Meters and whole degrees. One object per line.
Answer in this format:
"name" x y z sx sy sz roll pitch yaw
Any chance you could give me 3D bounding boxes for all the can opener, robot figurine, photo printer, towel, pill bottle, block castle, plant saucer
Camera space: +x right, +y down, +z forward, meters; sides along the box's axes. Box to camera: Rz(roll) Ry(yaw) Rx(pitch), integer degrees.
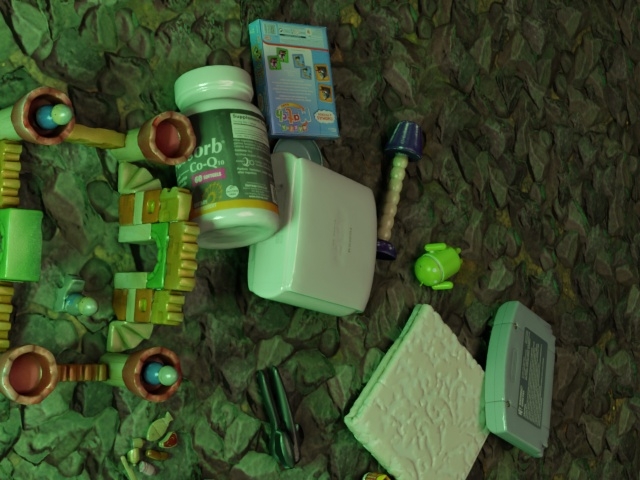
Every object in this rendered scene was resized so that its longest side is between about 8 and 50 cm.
"can opener" -0.070 0.316 2.009 0.059 0.073 0.186 -9 85 -32
"robot figurine" 0.237 0.050 2.267 0.115 0.067 0.101 -28 118 -37
"photo printer" 0.000 0.000 2.004 0.307 0.107 0.256 21 71 -56
"towel" 0.215 0.343 2.248 0.332 0.053 0.317 51 58 -28
"pill bottle" -0.162 -0.137 1.854 0.162 0.162 0.278 5 68 -40
"block castle" -0.343 0.017 1.691 0.303 0.213 0.453 7 84 -40
"plant saucer" -0.048 -0.141 2.066 0.119 0.021 0.119 1 88 -39

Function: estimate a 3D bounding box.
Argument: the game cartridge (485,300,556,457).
"game cartridge" 0.425 0.290 2.383 0.198 0.062 0.297 32 57 -36

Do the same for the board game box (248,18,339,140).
"board game box" -0.047 -0.291 2.048 0.160 0.039 0.211 -2 82 -40

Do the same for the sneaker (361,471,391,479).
"sneaker" 0.146 0.514 2.174 0.175 0.067 0.064 46 59 -31

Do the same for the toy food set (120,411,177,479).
"toy food set" -0.282 0.348 1.856 0.122 0.019 0.078 -37 112 -43

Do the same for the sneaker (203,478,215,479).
"sneaker" -0.168 0.468 1.800 0.127 0.208 0.319 -52 160 -10

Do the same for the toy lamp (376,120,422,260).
"toy lamp" 0.146 -0.100 2.190 0.080 0.080 0.274 21 75 -37

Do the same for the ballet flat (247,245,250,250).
"ballet flat" -0.110 0.000 1.996 0.250 0.058 0.084 65 36 -25
